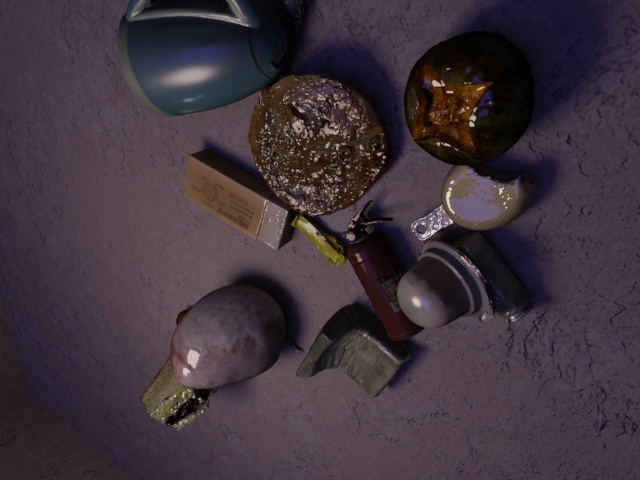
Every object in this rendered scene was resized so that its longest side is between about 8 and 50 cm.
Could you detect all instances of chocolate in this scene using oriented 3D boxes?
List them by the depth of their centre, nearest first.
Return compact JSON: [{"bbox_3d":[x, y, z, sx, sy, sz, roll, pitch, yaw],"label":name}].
[{"bbox_3d":[0.246,0.119,0.931,0.221,0.147,0.221,45,164,16],"label":"chocolate"}]

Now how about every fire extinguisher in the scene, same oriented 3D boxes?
[{"bbox_3d":[0.156,0.068,1.040,0.148,0.106,0.336,-22,100,32],"label":"fire extinguisher"}]

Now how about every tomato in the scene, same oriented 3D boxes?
[{"bbox_3d":[-0.471,0.287,1.565,0.087,0.075,0.087,4,100,26],"label":"tomato"}]

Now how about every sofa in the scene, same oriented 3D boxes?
[{"bbox_3d":[0.090,0.316,1.155,0.226,0.176,0.210,37,127,12],"label":"sofa"}]

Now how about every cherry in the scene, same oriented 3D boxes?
[{"bbox_3d":[-0.265,0.282,1.288,0.326,0.335,0.291,-38,73,16],"label":"cherry"}]

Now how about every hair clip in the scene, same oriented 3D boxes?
[{"bbox_3d":[0.000,0.000,1.141,0.173,0.046,0.072,42,131,10],"label":"hair clip"}]

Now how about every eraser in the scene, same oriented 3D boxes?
[{"bbox_3d":[-0.225,-0.116,1.209,0.344,0.078,0.143,30,126,16],"label":"eraser"}]

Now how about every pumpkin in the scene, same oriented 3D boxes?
[{"bbox_3d":[0.264,-0.248,0.781,0.238,0.159,0.237,40,148,32],"label":"pumpkin"}]

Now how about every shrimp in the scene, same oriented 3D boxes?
[{"bbox_3d":[-0.065,-0.520,0.918,0.090,0.079,0.232,15,124,31],"label":"shrimp"}]

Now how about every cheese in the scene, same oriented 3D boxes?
[{"bbox_3d":[0.309,-0.062,0.899,0.163,0.071,0.248,38,127,12],"label":"cheese"}]

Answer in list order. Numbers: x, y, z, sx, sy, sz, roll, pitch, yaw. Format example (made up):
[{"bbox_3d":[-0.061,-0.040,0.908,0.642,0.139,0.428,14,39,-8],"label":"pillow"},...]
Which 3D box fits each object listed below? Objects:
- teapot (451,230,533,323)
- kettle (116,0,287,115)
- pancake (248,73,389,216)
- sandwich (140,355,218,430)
[{"bbox_3d":[0.354,0.085,0.941,0.200,0.077,0.107,52,149,1],"label":"teapot"},{"bbox_3d":[-0.246,-0.437,0.942,0.343,0.246,0.319,1,151,24],"label":"kettle"},{"bbox_3d":[-0.014,-0.215,1.002,0.357,0.065,0.355,14,133,15],"label":"pancake"},{"bbox_3d":[-0.452,0.474,1.484,0.262,0.325,0.131,-22,118,35],"label":"sandwich"}]
